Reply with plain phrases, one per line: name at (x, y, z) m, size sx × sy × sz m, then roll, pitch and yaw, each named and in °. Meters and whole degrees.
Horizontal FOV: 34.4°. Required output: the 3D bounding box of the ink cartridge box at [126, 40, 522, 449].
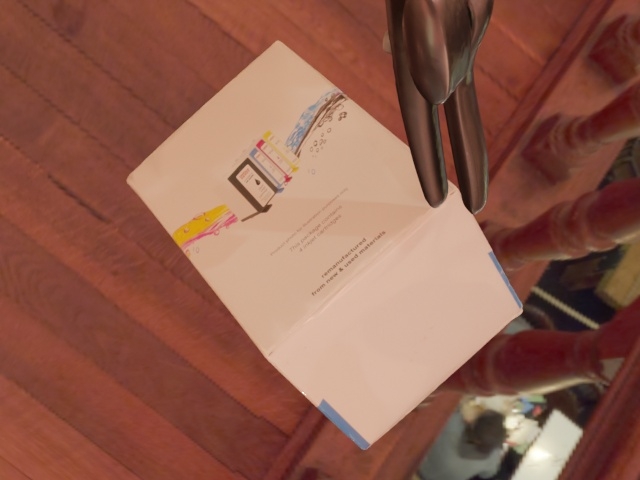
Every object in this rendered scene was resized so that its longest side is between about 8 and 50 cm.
ink cartridge box at (0.000, 0.000, 0.790) m, size 0.168 × 0.232 × 0.171 m, roll -42°, pitch 138°, yaw -2°

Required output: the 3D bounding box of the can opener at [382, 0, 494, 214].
can opener at (0.062, -0.083, 0.562) m, size 0.059 × 0.186 × 0.073 m, roll 23°, pitch 59°, yaw 26°
